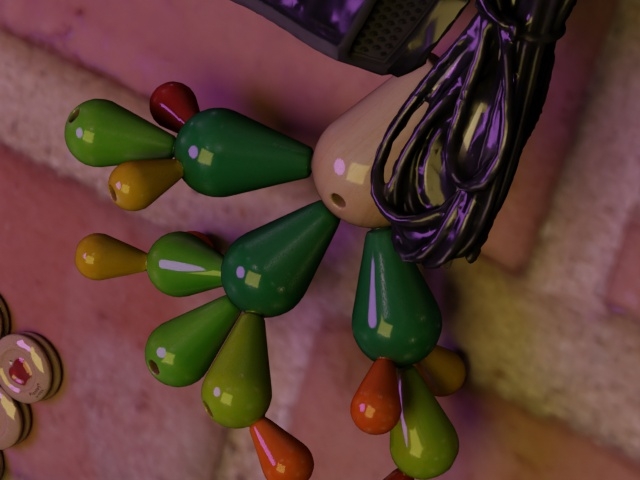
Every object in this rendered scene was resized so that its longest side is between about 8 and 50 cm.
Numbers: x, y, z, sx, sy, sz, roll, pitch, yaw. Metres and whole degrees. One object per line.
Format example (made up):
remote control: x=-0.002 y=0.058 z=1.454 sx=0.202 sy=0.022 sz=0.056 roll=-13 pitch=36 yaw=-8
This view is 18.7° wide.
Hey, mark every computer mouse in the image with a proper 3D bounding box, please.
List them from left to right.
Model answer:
computer mouse: x=0.006 y=-0.129 z=0.747 sx=0.272 sy=0.072 sz=0.188 roll=38 pitch=123 yaw=34

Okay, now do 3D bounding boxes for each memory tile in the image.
memory tile: x=-0.199 y=0.077 z=1.006 sx=0.113 sy=0.012 sz=0.148 roll=43 pitch=124 yaw=14

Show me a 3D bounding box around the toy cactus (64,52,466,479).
toy cactus: x=0.000 y=0.000 z=0.814 sx=0.180 sy=0.112 sz=0.219 roll=-46 pitch=76 yaw=16
